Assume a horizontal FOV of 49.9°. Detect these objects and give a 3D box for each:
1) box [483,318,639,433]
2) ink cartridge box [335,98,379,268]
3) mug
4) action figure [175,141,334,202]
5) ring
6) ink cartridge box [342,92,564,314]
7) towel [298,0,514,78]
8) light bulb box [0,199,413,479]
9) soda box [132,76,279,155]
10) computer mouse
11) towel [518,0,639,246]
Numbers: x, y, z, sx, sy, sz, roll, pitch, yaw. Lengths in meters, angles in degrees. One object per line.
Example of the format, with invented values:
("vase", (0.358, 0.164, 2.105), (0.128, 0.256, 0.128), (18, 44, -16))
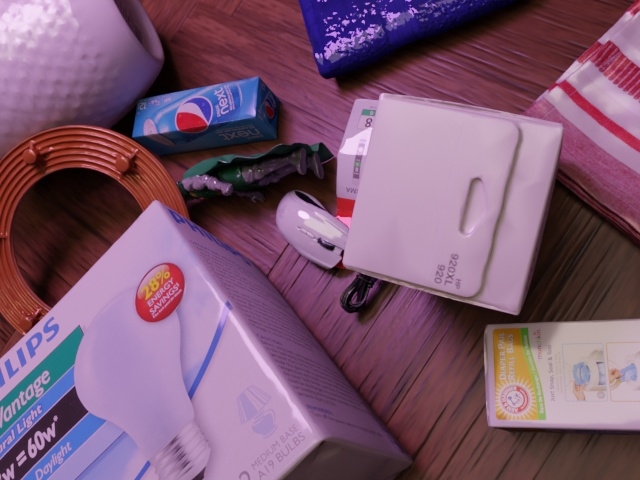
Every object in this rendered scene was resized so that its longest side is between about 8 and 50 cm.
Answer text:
("box", (0.276, 0.140, 0.689), (0.203, 0.114, 0.103), (-5, 72, 23))
("ink cartridge box", (0.100, -0.065, 0.875), (0.181, 0.056, 0.224), (12, 76, 27))
("mug", (-0.429, -0.297, 1.090), (0.328, 0.276, 0.374), (-25, 34, 8))
("action figure", (-0.112, -0.087, 0.951), (0.232, 0.137, 0.063), (-10, 81, 29))
("ring", (-0.343, 0.006, 0.971), (0.337, 0.032, 0.336), (1, 98, 11))
("ink cartridge box", (0.147, -0.040, 0.707), (0.168, 0.233, 0.171), (13, 96, 17))
("towel", (0.116, -0.372, 0.969), (0.308, 0.076, 0.227), (-19, 73, 16))
("light bulb box", (-0.165, 0.217, 0.773), (0.358, 0.225, 0.361), (-45, 54, 3))
("soda box", (-0.171, -0.181, 1.022), (0.210, 0.071, 0.067), (-6, 70, 22))
("computer mouse", (0.000, 0.000, 0.885), (0.193, 0.042, 0.106), (36, 110, 31))
("towel", (0.410, -0.170, 0.784), (0.329, 0.037, 0.237), (-45, 62, 4))
